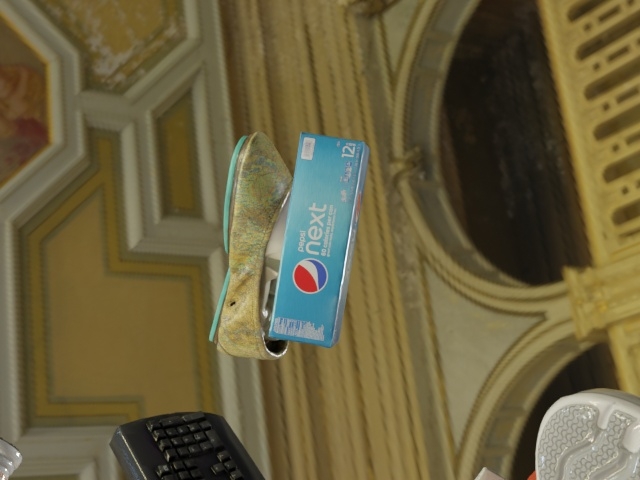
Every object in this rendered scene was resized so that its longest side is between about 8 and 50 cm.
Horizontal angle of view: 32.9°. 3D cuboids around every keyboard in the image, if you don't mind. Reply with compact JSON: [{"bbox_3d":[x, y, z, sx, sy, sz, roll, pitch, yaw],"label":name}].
[{"bbox_3d":[-0.106,0.280,0.961,0.202,0.033,0.317,-12,-135,-33],"label":"keyboard"}]

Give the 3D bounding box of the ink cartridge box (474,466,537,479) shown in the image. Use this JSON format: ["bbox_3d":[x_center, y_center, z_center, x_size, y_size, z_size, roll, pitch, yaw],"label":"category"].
[{"bbox_3d":[0.161,0.378,1.255,0.060,0.238,0.275,29,-130,10],"label":"ink cartridge box"}]

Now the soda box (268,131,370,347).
[{"bbox_3d":[0.000,0.000,1.109,0.067,0.071,0.210,10,-90,7],"label":"soda box"}]

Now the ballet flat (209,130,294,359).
[{"bbox_3d":[-0.060,0.019,1.301,0.123,0.348,0.123,6,-137,-6],"label":"ballet flat"}]

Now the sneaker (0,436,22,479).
[{"bbox_3d":[-0.212,0.130,0.577,0.040,0.109,0.043,54,-146,-40],"label":"sneaker"}]

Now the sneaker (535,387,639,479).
[{"bbox_3d":[0.242,0.164,0.573,0.281,0.105,0.115,32,-154,8],"label":"sneaker"}]
